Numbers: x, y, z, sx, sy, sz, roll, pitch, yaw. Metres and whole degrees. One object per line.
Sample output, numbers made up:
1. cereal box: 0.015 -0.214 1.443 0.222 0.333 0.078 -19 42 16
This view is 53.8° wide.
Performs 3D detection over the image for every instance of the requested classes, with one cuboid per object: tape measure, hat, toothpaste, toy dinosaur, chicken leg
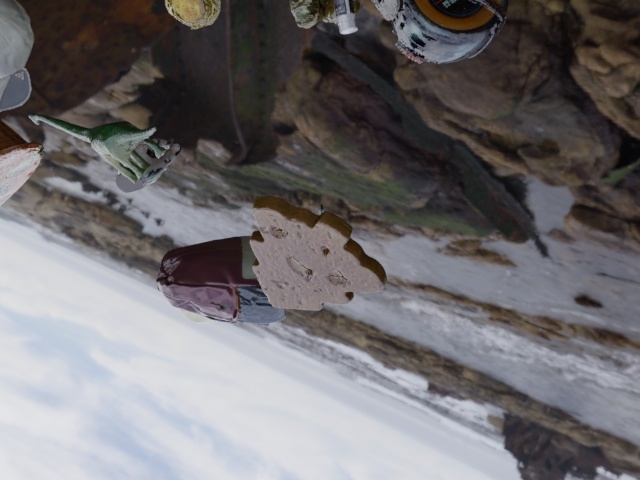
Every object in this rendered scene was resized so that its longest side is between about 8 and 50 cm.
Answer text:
1. tape measure: 0.212 -0.417 1.094 0.223 0.202 0.135 50 168 2
2. hat: -0.727 -0.397 1.319 0.232 0.275 0.161 43 -159 10
3. toothpaste: 0.051 -0.602 1.521 0.045 0.193 0.071 -14 -176 -33
4. toy dinosaur: -0.500 -0.259 1.406 0.301 0.087 0.447 44 151 -14
5. chicken leg: 0.008 -0.745 1.950 0.153 0.429 0.201 -30 105 34

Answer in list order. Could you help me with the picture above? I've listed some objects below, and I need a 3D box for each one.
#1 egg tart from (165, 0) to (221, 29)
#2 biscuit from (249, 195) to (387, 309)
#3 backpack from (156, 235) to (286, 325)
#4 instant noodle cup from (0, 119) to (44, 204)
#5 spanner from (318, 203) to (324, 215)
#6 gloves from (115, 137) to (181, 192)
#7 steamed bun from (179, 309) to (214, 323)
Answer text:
1. egg tart: -0.288 -0.530 1.414 0.131 0.052 0.130 1 133 1
2. biscuit: -0.035 0.041 1.189 0.278 0.043 0.301 36 138 -8
3. backpack: -0.250 0.104 1.592 0.318 0.197 0.283 -2 -154 -10
4. instant noodle cup: -0.416 -0.084 0.590 0.182 0.230 0.230 50 164 -10
5. spanner: 0.000 0.000 1.453 0.018 0.071 0.302 -4 159 -2
6. gloves: -0.457 -0.213 1.678 0.111 0.212 0.127 34 132 -18
7. steamed bun: -0.301 0.154 1.932 0.200 0.250 0.154 -23 109 41
